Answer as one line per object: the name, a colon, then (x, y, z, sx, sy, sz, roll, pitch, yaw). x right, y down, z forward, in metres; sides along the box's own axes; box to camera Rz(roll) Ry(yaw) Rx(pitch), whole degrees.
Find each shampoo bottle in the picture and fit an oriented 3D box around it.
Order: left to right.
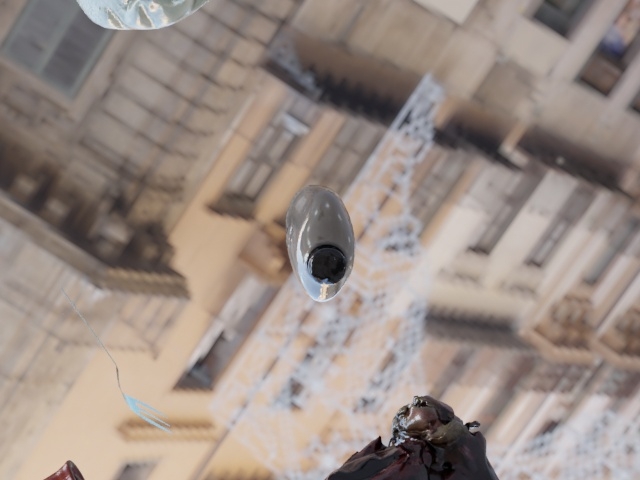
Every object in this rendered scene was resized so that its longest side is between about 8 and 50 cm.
shampoo bottle: (0.000, 0.000, 1.838, 0.078, 0.127, 0.257, 4, -167, -6)

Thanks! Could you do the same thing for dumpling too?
dumpling: (-0.154, -0.238, 1.380, 0.155, 0.181, 0.111, 13, 124, 63)

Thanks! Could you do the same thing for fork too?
fork: (-0.224, 0.124, 1.651, 0.235, 0.021, 0.039, 45, 155, 37)

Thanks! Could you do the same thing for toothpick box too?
toothpick box: (-0.257, 0.242, 1.462, 0.047, 0.083, 0.047, 62, 179, 1)

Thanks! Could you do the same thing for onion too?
onion: (0.066, 0.304, 1.486, 0.221, 0.281, 0.281, 21, -173, 23)
